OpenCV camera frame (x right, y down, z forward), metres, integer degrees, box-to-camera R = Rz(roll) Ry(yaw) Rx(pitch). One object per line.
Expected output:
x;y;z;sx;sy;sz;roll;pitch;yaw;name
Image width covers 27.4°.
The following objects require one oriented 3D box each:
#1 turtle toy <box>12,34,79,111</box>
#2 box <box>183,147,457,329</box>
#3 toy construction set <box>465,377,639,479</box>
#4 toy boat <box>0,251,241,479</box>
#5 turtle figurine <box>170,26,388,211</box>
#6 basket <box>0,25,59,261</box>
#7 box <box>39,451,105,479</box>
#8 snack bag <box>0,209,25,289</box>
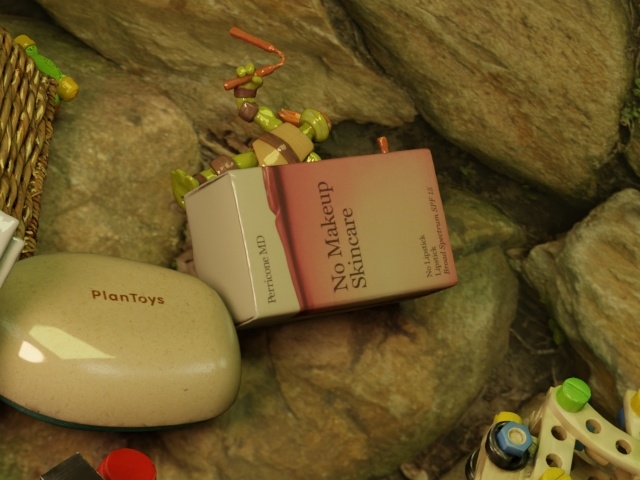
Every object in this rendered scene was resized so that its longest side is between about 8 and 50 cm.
-0.332;-0.159;1.419;0.095;0.066;0.130;44;49;10;turtle toy
0.000;0.000;1.322;0.232;0.127;0.148;-9;83;-28;box
0.240;0.259;1.207;0.215;0.151;0.327;22;33;-1;toy construction set
-0.196;0.147;1.148;0.268;0.148;0.318;11;38;-21;toy boat
-0.063;-0.097;1.452;0.269;0.087;0.217;48;58;3;turtle figurine
-0.407;-0.084;1.258;0.214;0.223;0.299;-9;59;16;basket
-0.153;0.281;0.987;0.184;0.190;0.045;41;46;16;box
-0.451;0.068;1.052;0.343;0.037;0.323;22;82;11;snack bag
